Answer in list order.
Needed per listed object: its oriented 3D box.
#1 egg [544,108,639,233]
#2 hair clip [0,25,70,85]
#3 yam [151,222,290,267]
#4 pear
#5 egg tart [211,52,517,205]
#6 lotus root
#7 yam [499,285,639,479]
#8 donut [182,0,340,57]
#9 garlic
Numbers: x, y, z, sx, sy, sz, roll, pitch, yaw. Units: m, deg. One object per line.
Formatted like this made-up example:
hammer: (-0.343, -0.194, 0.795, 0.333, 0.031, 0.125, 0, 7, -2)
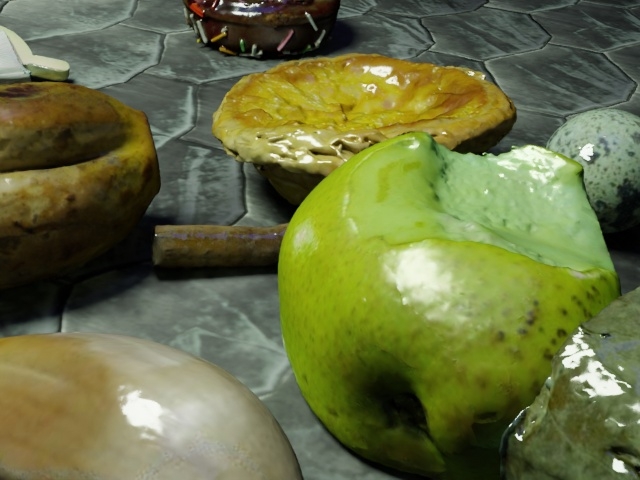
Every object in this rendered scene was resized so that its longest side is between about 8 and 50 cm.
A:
egg: (0.306, -0.077, 0.926, 0.132, 0.132, 0.172, 17, 21, 20)
hair clip: (-0.429, -0.243, 1.179, 0.159, 0.071, 0.218, -12, 40, -29)
yam: (0.000, 0.000, 0.847, 0.327, 0.045, 0.045, -3, -9, -14)
pear: (0.100, 0.047, 0.655, 0.287, 0.176, 0.281, 5, 31, 3)
egg tart: (0.043, -0.111, 0.944, 0.342, 0.128, 0.341, 0, 27, 0)
lotus root: (-0.276, -0.048, 0.774, 0.291, 0.193, 0.193, -15, 36, -35)
yam: (0.264, 0.170, 0.459, 0.195, 0.195, 0.300, -18, 37, -32)
donut: (-0.097, -0.378, 1.411, 0.270, 0.103, 0.269, 2, 29, -1)
garlic: (-0.134, 0.127, 0.584, 0.318, 0.112, 0.143, 9, 32, 29)
